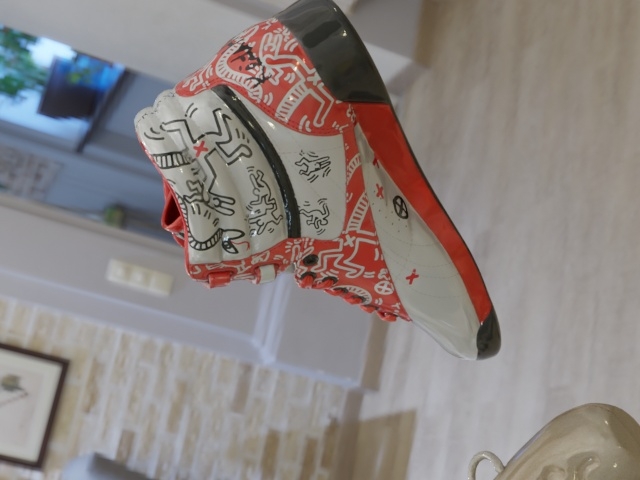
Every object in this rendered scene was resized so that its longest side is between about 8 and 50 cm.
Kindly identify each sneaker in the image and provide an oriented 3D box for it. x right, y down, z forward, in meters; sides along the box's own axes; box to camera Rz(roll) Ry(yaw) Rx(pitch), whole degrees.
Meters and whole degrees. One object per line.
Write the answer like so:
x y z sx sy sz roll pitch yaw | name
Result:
-0.001 -0.001 0.654 0.145 0.270 0.090 -32 34 -1 | sneaker

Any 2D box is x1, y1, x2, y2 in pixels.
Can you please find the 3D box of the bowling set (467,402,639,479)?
0.220 0.220 0.643 0.154 0.200 0.287 -46 68 34 | bowling set
